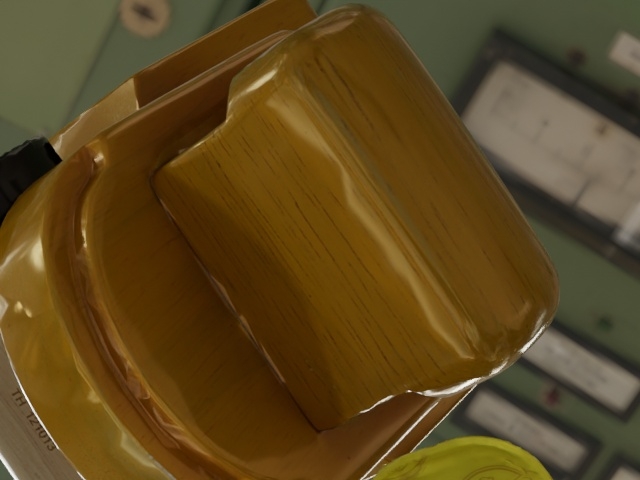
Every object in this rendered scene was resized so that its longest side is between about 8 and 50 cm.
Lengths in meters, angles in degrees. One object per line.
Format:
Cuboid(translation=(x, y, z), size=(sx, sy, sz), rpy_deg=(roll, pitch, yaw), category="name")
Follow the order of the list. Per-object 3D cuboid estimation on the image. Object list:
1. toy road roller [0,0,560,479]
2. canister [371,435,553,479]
Cuboid(translation=(0.000, 0.000, 0.723), size=(0.202, 0.240, 0.329), rpy_deg=(57, -141, -4), category="toy road roller")
Cuboid(translation=(0.062, 0.171, 0.638), size=(0.073, 0.170, 0.126), rpy_deg=(-17, -130, -13), category="canister")
